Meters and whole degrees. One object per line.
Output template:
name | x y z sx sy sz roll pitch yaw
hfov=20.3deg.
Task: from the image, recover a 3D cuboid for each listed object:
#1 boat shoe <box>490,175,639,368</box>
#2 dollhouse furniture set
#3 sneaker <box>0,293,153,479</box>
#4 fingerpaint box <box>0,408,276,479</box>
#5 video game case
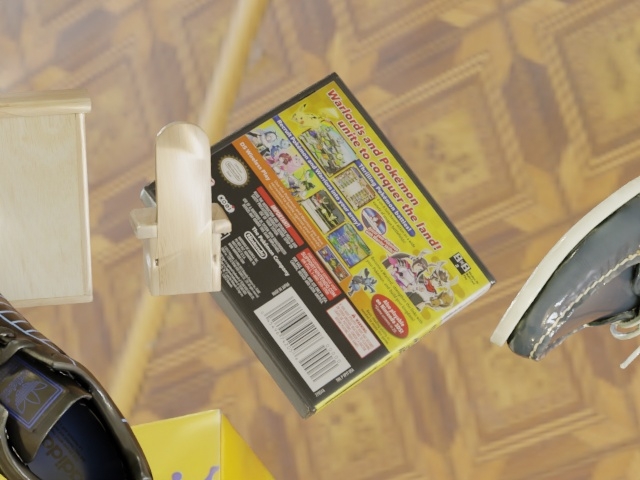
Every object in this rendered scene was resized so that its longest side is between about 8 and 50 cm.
boat shoe | 0.197 0.011 1.075 0.079 0.254 0.095 47 134 11
dollhouse furniture set | -0.258 -0.081 1.594 0.355 0.303 0.173 -124 33 -68
sneaker | -0.174 0.062 0.923 0.232 0.081 0.090 44 157 -9
fingerpaint box | -0.205 0.297 1.191 0.445 0.371 0.163 -13 54 14
video game case | 0.000 0.000 1.763 0.275 0.248 0.035 53 154 8
